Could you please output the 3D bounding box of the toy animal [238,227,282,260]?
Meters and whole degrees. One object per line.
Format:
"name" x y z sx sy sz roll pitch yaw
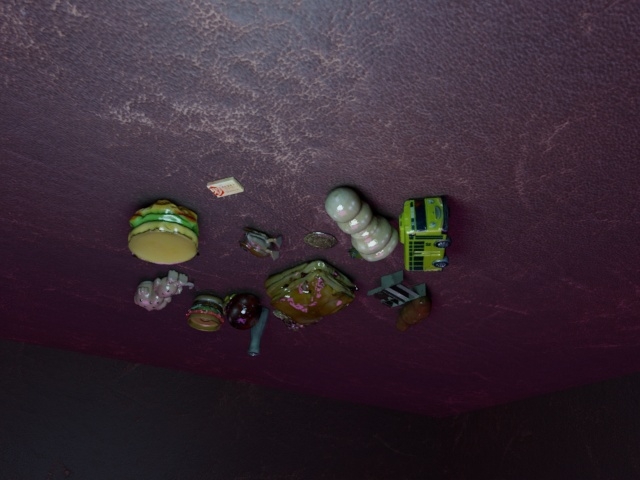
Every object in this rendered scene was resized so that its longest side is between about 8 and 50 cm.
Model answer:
"toy animal" -0.228 0.008 1.649 0.179 0.089 0.188 5 159 31

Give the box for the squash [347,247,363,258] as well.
"squash" 0.168 0.031 1.653 0.183 0.052 0.052 -15 144 37

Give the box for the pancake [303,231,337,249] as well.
"pancake" 0.000 0.001 1.661 0.115 0.011 0.115 4 150 2

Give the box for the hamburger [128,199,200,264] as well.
"hamburger" -0.496 -0.034 1.548 0.237 0.148 0.237 -4 150 -2

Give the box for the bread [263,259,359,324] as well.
"bread" -0.041 0.215 1.883 0.325 0.167 0.277 -18 143 36

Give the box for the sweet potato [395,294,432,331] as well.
"sweet potato" 0.398 0.292 2.024 0.106 0.095 0.354 -34 162 -23

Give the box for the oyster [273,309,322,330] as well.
"oyster" -0.101 0.353 2.223 0.223 0.083 0.214 -2 152 0

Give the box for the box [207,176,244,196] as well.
"box" -0.279 -0.156 1.431 0.093 0.015 0.058 -10 145 25

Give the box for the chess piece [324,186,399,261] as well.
"chess piece" 0.108 -0.056 1.440 0.143 0.142 0.261 -17 139 34

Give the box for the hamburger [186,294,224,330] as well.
"hamburger" -0.499 0.312 2.152 0.175 0.136 0.175 5 145 3

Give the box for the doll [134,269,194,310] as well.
"doll" -0.660 0.209 2.042 0.278 0.119 0.154 -26 139 28

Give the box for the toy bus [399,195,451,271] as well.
"toy bus" 0.315 -0.014 1.472 0.150 0.128 0.262 -1 150 10

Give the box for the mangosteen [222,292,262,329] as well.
"mangosteen" -0.345 0.297 2.100 0.180 0.166 0.166 27 152 12

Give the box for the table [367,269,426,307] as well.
"table" 0.294 0.190 1.890 0.146 0.062 0.175 30 141 -35

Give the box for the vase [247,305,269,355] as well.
"vase" -0.287 0.409 2.209 0.086 0.214 0.086 4 150 2
